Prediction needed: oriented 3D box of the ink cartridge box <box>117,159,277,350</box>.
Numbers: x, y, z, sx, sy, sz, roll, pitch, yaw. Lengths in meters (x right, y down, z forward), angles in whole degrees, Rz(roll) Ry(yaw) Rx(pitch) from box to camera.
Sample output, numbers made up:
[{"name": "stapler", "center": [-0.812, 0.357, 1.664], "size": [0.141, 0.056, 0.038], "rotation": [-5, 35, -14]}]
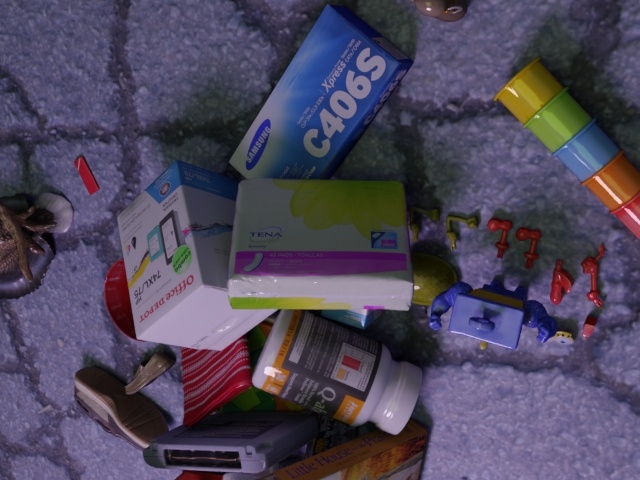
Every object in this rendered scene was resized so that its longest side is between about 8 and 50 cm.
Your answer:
[{"name": "ink cartridge box", "center": [-0.223, 0.035, 1.313], "size": [0.198, 0.197, 0.270], "rotation": [-38, 55, 29]}]

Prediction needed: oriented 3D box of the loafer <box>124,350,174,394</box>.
[{"name": "loafer", "center": [-0.391, 0.296, 1.607], "size": [0.148, 0.056, 0.050], "rotation": [-36, 85, 19]}]

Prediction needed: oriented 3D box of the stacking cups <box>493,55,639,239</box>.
[{"name": "stacking cups", "center": [0.400, -0.131, 1.079], "size": [0.096, 0.096, 0.316], "rotation": [-43, 82, 28]}]

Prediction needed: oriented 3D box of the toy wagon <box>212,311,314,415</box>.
[{"name": "toy wagon", "center": [-0.139, 0.292, 1.470], "size": [0.344, 0.068, 0.267], "rotation": [-34, 87, 29]}]

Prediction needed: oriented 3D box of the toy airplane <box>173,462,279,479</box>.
[{"name": "toy airplane", "center": [-0.186, 0.548, 1.379], "size": [0.387, 0.384, 0.272], "rotation": [8, 72, 12]}]

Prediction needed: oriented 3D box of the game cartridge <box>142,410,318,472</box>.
[{"name": "game cartridge", "center": [-0.163, 0.377, 1.350], "size": [0.297, 0.198, 0.062], "rotation": [-9, 88, 33]}]

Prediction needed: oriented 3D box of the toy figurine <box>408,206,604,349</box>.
[{"name": "toy figurine", "center": [0.255, 0.078, 1.136], "size": [0.363, 0.217, 0.191], "rotation": [16, 110, 21]}]

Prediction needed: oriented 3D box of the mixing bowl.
[{"name": "mixing bowl", "center": [-0.358, 0.114, 1.512], "size": [0.182, 0.098, 0.181], "rotation": [7, 104, 28]}]

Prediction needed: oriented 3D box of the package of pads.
[{"name": "package of pads", "center": [0.000, 0.000, 1.190], "size": [0.297, 0.229, 0.101], "rotation": [1, 141, 0]}]

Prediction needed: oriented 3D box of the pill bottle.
[{"name": "pill bottle", "center": [0.030, 0.238, 1.286], "size": [0.279, 0.162, 0.162], "rotation": [23, 114, -2]}]

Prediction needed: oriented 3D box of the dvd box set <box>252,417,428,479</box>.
[{"name": "dvd box set", "center": [0.010, 0.509, 1.259], "size": [0.062, 0.421, 0.307], "rotation": [26, 114, 43]}]

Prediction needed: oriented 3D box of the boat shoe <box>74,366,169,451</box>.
[{"name": "boat shoe", "center": [-0.464, 0.403, 1.646], "size": [0.285, 0.103, 0.092], "rotation": [32, 120, 20]}]

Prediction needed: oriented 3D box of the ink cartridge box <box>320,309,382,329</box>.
[{"name": "ink cartridge box", "center": [0.068, 0.071, 1.297], "size": [0.090, 0.092, 0.143], "rotation": [16, 110, 22]}]

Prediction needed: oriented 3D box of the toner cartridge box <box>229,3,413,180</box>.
[{"name": "toner cartridge box", "center": [-0.007, -0.224, 1.268], "size": [0.165, 0.075, 0.347], "rotation": [42, 117, 12]}]

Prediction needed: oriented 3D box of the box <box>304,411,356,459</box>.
[{"name": "box", "center": [0.025, 0.371, 1.396], "size": [0.027, 0.094, 0.136], "rotation": [38, 123, 53]}]

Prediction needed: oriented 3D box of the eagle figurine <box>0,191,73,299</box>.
[{"name": "eagle figurine", "center": [-0.725, -0.003, 1.645], "size": [0.298, 0.225, 0.226], "rotation": [-26, 46, 58]}]

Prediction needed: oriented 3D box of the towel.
[{"name": "towel", "center": [-0.217, 0.212, 1.417], "size": [0.199, 0.031, 0.274], "rotation": [-39, 45, 28]}]

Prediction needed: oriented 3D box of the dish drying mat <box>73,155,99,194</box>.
[{"name": "dish drying mat", "center": [-0.520, -0.144, 1.581], "size": [0.032, 0.008, 0.083], "rotation": [-26, 91, 28]}]

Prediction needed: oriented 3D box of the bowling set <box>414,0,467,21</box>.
[{"name": "bowling set", "center": [0.113, -0.469, 1.100], "size": [0.287, 0.154, 0.199], "rotation": [23, 112, 19]}]
